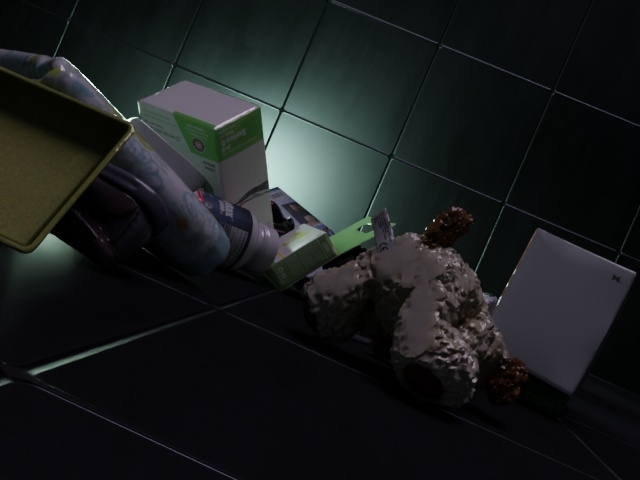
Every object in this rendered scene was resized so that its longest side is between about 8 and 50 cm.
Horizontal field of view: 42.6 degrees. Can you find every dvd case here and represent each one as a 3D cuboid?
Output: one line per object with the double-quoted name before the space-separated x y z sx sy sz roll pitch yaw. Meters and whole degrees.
"dvd case" -0.066 -0.011 1.640 0.253 0.022 0.180 40 41 25

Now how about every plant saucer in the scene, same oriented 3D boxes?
"plant saucer" -0.308 -0.076 0.803 0.188 0.188 0.045 24 -38 7

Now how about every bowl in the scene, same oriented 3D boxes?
"bowl" -0.245 -0.110 1.204 0.142 0.053 0.142 43 -14 -17

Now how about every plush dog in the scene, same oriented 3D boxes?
"plush dog" 0.139 0.100 0.995 0.262 0.211 0.225 24 -22 44

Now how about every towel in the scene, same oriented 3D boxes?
"towel" -0.311 -0.109 1.081 0.374 0.090 0.320 20 -22 50

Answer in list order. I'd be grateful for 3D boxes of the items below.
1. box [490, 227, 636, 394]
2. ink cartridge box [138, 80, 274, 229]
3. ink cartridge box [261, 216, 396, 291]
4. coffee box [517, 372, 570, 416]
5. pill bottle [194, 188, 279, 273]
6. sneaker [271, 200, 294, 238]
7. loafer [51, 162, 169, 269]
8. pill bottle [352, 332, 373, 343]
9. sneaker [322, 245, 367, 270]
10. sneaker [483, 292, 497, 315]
"box" 0.414 0.135 1.426 0.168 0.215 0.345 28 -1 21
"ink cartridge box" -0.198 -0.120 1.457 0.198 0.273 0.114 23 42 34
"ink cartridge box" 0.000 0.000 1.470 0.056 0.235 0.171 61 -9 -13
"coffee box" 0.328 0.236 1.391 0.113 0.041 0.184 25 1 -14
"pill bottle" -0.162 -0.012 1.337 0.180 0.108 0.108 23 1 -33
"sneaker" -0.116 -0.053 1.585 0.178 0.077 0.072 30 37 15
"loafer" -0.310 -0.056 0.906 0.302 0.095 0.109 21 -34 24
"pill bottle" 0.066 0.085 1.193 0.065 0.116 0.065 23 1 0
"sneaker" 0.069 0.069 1.522 0.135 0.097 0.276 58 5 4
"sneaker" 0.331 0.174 2.117 0.210 0.138 0.366 23 -4 12
